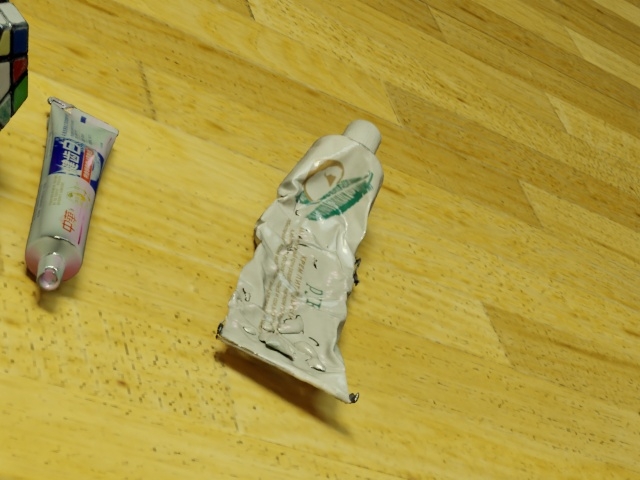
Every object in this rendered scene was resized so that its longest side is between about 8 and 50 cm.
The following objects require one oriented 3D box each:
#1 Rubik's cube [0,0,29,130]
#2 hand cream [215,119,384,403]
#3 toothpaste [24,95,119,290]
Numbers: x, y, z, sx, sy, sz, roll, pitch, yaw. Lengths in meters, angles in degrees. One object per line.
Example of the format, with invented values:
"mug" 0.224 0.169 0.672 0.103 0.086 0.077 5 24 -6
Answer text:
"Rubik's cube" -0.194 -0.088 0.719 0.093 0.111 0.111 17 22 17
"hand cream" -0.002 0.002 0.879 0.084 0.050 0.257 32 35 -11
"toothpaste" -0.132 -0.027 0.778 0.045 0.028 0.170 24 29 -16
